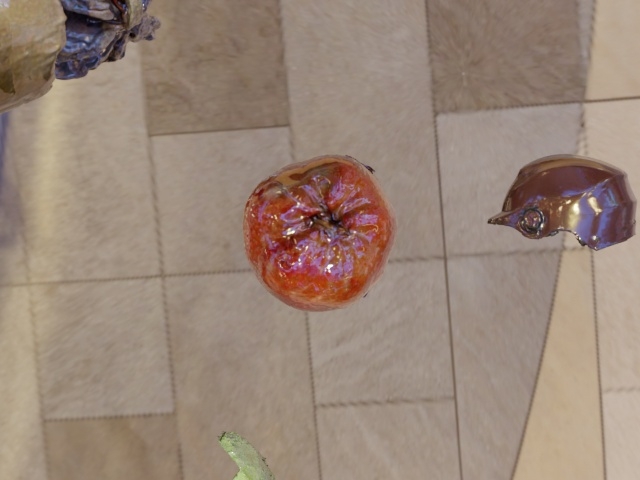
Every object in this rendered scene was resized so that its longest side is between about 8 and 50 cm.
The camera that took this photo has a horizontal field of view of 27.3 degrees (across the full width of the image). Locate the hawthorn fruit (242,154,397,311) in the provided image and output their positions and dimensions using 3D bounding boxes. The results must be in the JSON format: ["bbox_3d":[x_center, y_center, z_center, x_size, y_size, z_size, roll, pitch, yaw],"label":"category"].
[{"bbox_3d":[0.000,0.000,1.539,0.185,0.202,0.185,1,73,-3],"label":"hawthorn fruit"}]

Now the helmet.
[{"bbox_3d":[0.204,-0.037,1.090,0.123,0.098,0.070,14,102,22],"label":"helmet"}]

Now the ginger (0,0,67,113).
[{"bbox_3d":[-0.345,-0.190,1.223,0.130,0.275,0.221,43,101,14],"label":"ginger"}]

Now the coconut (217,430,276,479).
[{"bbox_3d":[-0.068,0.263,1.298,0.055,0.158,0.133,-16,64,-19],"label":"coconut"}]

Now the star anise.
[{"bbox_3d":[-0.225,-0.260,1.412,0.089,0.231,0.209,35,71,5],"label":"star anise"}]
